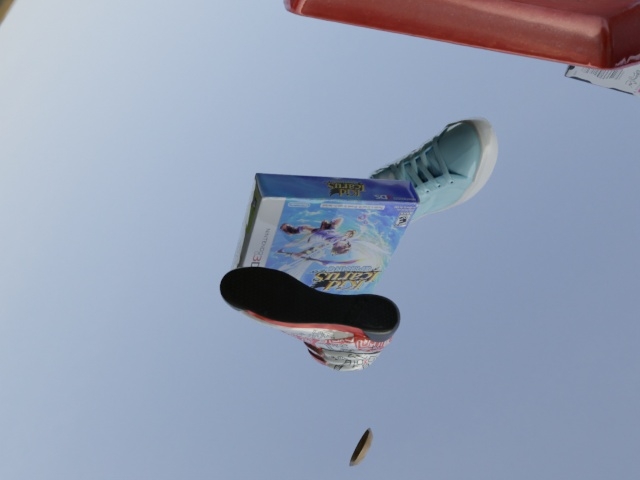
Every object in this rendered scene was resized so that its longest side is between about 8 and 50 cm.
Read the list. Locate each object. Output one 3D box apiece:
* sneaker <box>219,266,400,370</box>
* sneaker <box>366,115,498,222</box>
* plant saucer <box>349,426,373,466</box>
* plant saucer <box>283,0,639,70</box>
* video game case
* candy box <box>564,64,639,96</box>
[{"bbox_3d":[-0.026,0.129,0.949,0.145,0.270,0.090,109,-9,-50],"label":"sneaker"},{"bbox_3d":[0.165,-0.097,1.139,0.366,0.150,0.135,-43,-112,54],"label":"sneaker"},{"bbox_3d":[0.082,0.405,1.212,0.015,0.083,0.083,30,-93,4],"label":"plant saucer"},{"bbox_3d":[0.104,-0.157,0.352,0.258,0.259,0.047,-89,-172,-83],"label":"plant saucer"},{"bbox_3d":[0.000,0.000,1.054,0.244,0.269,0.061,112,-29,-45],"label":"video game case"},{"bbox_3d":[0.440,-0.249,0.760,0.233,0.071,0.159,19,-106,10],"label":"candy box"}]
